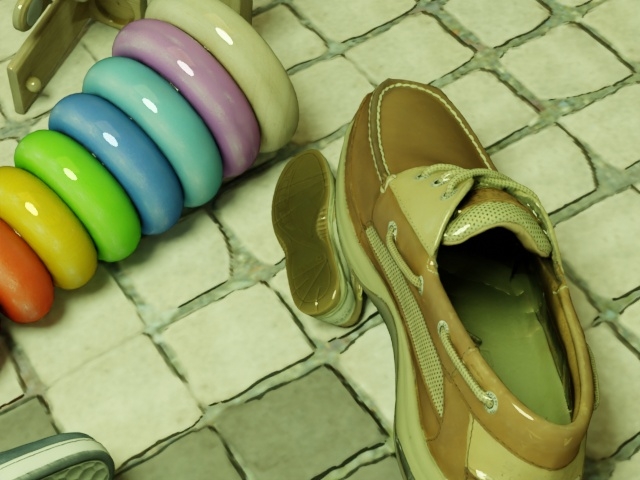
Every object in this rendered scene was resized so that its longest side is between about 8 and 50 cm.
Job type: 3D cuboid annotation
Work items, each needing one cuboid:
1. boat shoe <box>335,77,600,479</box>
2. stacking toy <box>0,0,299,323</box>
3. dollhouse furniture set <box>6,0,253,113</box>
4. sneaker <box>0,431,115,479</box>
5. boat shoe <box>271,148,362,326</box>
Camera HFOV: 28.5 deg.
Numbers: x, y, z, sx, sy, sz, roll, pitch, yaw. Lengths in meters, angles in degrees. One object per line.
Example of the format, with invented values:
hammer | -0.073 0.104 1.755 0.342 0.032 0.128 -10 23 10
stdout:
boat shoe | 0.095 0.015 0.750 0.122 0.120 0.324 3 49 -20
stacking toy | -0.171 -0.023 0.854 0.141 0.141 0.330 34 68 32
dollhouse furniture set | -0.146 -0.159 0.964 0.151 0.144 0.123 22 59 8
sneaker | -0.249 0.132 0.743 0.226 0.086 0.163 -25 53 -11
boat shoe | 0.000 0.000 0.846 0.050 0.045 0.135 -24 51 24
